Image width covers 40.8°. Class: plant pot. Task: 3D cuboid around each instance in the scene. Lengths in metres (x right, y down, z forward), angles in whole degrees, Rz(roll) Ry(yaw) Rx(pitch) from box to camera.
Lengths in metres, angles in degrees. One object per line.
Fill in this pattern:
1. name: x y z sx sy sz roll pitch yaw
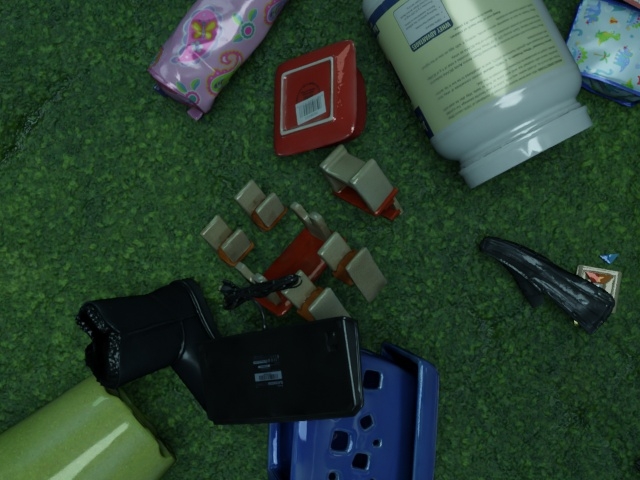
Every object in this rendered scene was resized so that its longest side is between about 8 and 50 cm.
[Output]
1. plant pot: -0.361 0.335 1.251 0.254 0.276 0.276 -41 88 -12
2. plant pot: 0.045 0.257 1.244 0.212 0.236 0.236 3 90 -11

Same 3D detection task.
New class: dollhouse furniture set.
1. dollhouse furniture set: 0.000 0.000 1.268 0.259 0.135 0.262 -48 48 -12

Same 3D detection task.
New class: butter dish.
1. butter dish: 0.016 -0.203 1.320 0.160 0.118 0.160 -11 71 37

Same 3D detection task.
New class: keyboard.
1. keyboard: -0.064 0.138 1.137 0.033 0.317 0.202 -1 80 -43

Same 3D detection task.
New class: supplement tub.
1. supplement tub: 0.231 -0.263 1.254 0.235 0.235 0.325 -27 88 0

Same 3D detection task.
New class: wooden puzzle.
1. wooden puzzle: 0.434 0.077 1.350 0.078 0.014 0.116 3 88 1

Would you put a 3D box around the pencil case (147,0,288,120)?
1. pencil case: -0.144 -0.326 1.325 0.124 0.124 0.284 37 90 2

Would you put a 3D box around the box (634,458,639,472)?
1. box: 0.632 0.361 1.317 0.231 0.056 0.183 -33 87 0

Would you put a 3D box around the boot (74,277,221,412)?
1. boot: -0.232 0.184 1.261 0.094 0.207 0.246 -30 82 40

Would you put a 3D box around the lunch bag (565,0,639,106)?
1. lunch bag: 0.448 -0.292 1.321 0.151 0.096 0.129 19 89 -8

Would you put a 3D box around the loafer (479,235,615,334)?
1. loafer: 0.339 0.067 1.320 0.223 0.076 0.078 30 98 6

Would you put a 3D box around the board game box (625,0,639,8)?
1. board game box: 0.541 -0.357 1.305 0.281 0.145 0.027 28 129 1
